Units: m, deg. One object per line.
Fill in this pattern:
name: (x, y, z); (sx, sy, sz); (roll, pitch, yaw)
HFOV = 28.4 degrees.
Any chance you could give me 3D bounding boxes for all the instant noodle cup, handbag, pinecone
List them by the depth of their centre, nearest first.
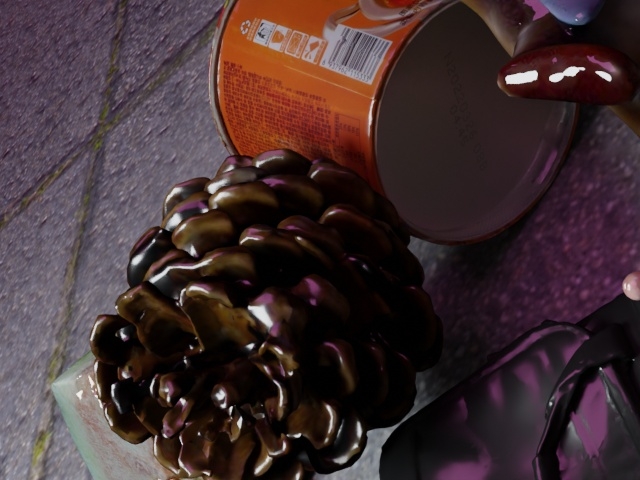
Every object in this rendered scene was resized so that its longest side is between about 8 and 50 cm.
handbag: (0.147, 0.168, 0.731); (0.244, 0.088, 0.275); (-38, 33, 22)
pinecone: (-0.033, 0.060, 0.849); (0.224, 0.224, 0.272); (-41, 13, 25)
instant noodle cup: (0.064, -0.116, 0.982); (0.250, 0.250, 0.192); (-57, 37, -1)

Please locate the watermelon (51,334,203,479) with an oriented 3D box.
watermelon: (-0.089, 0.141, 1.066); (0.310, 0.193, 0.231); (-32, 16, 14)

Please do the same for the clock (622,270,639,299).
clock: (0.251, -0.016, 0.601); (0.227, 0.241, 0.142); (-57, 27, 1)

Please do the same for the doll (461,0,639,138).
doll: (0.248, -0.187, 0.756); (0.340, 0.318, 0.209); (-35, 5, 23)
